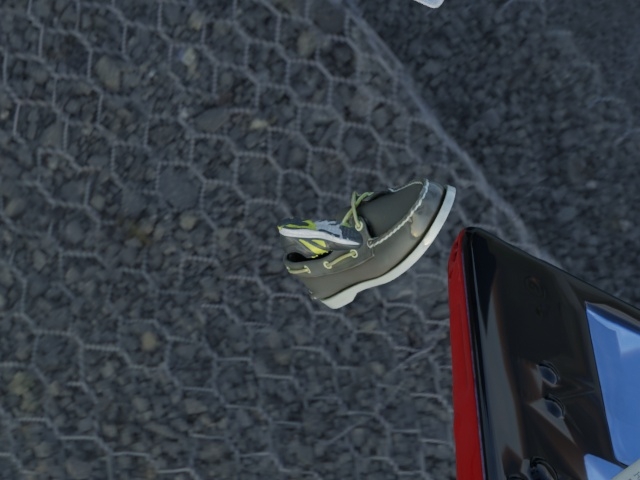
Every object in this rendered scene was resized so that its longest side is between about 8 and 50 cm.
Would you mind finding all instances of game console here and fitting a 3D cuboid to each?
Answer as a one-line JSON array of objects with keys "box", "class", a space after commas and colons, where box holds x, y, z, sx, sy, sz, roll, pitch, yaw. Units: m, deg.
[{"box": [0.247, 0.185, 0.800, 0.386, 0.060, 0.342, 26, 45, -24], "class": "game console"}]

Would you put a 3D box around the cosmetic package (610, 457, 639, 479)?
[{"box": [0.151, 0.069, 0.367, 0.115, 0.060, 0.041, -33, 132, -13], "class": "cosmetic package"}]

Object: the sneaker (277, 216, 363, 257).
[{"box": [0.000, 0.000, 1.180, 0.083, 0.035, 0.031, 10, 33, 9], "class": "sneaker"}]

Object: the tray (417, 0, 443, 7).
[{"box": [0.053, -0.383, 1.450, 0.270, 0.030, 0.145, 27, 85, 14], "class": "tray"}]

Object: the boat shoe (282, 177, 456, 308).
[{"box": [0.053, -0.004, 1.484, 0.091, 0.305, 0.109, 34, 57, -13], "class": "boat shoe"}]
